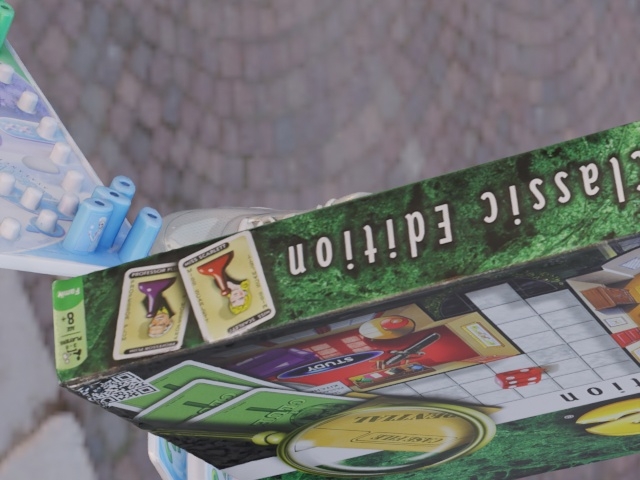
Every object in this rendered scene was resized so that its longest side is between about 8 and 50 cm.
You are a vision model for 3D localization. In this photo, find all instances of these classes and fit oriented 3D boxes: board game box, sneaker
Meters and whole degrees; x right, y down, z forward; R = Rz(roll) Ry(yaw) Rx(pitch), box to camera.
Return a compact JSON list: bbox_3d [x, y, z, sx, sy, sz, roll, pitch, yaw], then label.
[{"bbox_3d":[-0.344,-0.118,1.377,0.390,0.390,0.050,9,119,-36],"label":"board game box"},{"bbox_3d":[0.089,0.010,0.408,0.136,0.259,0.030,36,42,-60],"label":"board game box"},{"bbox_3d":[0.000,0.000,1.440,0.121,0.262,0.099,98,-2,-58],"label":"sneaker"}]

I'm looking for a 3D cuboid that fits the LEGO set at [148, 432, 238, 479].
[{"bbox_3d":[-0.036,0.182,0.904,0.182,0.060,0.244,68,15,-51],"label":"LEGO set"}]
